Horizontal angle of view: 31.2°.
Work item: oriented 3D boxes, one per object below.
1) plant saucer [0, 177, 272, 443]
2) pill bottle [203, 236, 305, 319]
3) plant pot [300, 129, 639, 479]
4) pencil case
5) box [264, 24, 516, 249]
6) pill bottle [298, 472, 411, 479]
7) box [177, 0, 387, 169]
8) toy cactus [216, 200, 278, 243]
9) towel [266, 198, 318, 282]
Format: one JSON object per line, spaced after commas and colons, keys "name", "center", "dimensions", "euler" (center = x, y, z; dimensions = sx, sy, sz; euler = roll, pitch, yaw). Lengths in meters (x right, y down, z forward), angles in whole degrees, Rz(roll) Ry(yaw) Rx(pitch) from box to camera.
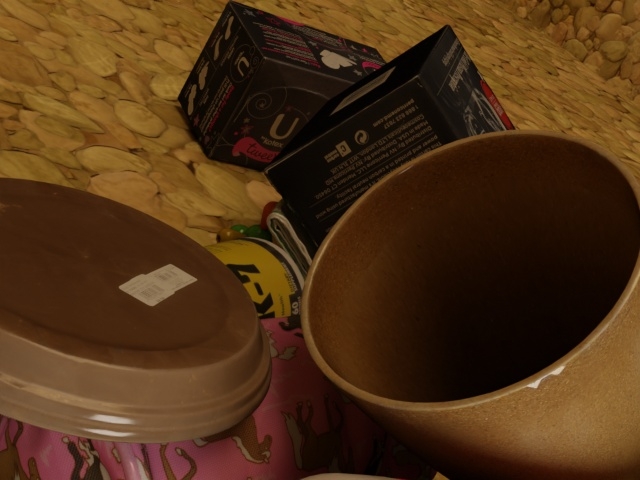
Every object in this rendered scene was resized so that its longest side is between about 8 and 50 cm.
{"name": "plant saucer", "center": [-0.156, 0.030, 0.737], "dimensions": [0.278, 0.041, 0.278], "euler": [21, 20, -8]}
{"name": "pill bottle", "center": [-0.110, 0.068, 0.973], "dimensions": [0.119, 0.119, 0.208], "euler": [39, 26, 19]}
{"name": "plant pot", "center": [0.148, 0.091, 0.822], "dimensions": [0.254, 0.237, 0.237], "euler": [56, 4, -39]}
{"name": "pencil case", "center": [-0.053, 0.149, 0.833], "dimensions": [0.167, 0.160, 0.386], "euler": [24, 17, 34]}
{"name": "box", "center": [0.133, -0.031, 1.211], "dimensions": [0.312, 0.179, 0.343], "euler": [56, 19, -10]}
{"name": "pill bottle", "center": [0.150, 0.277, 0.719], "dimensions": [0.408, 0.229, 0.229], "euler": [13, 29, -32]}
{"name": "box", "center": [-0.031, -0.181, 1.499], "dimensions": [0.247, 0.163, 0.142], "euler": [12, 33, -35]}
{"name": "toy cactus", "center": [-0.017, 0.037, 1.184], "dimensions": [0.180, 0.112, 0.219], "euler": [42, 16, 2]}
{"name": "towel", "center": [0.000, 0.000, 1.131], "dimensions": [0.113, 0.023, 0.152], "euler": [59, 21, -9]}
